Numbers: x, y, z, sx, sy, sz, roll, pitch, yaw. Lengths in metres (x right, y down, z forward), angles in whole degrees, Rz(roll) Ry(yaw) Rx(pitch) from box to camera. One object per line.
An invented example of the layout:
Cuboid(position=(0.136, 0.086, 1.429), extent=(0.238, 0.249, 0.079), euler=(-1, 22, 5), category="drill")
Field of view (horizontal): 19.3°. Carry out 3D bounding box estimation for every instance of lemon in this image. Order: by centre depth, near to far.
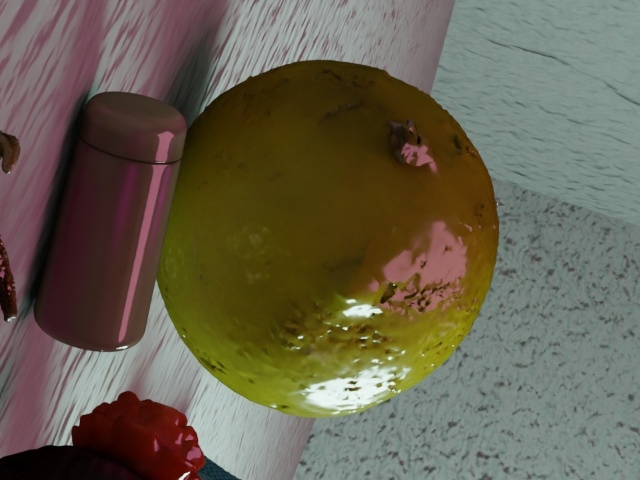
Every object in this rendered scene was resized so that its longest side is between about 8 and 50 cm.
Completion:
Cuboid(position=(0.000, 0.000, 0.936), extent=(0.206, 0.173, 0.173), euler=(128, -17, -75), category="lemon")

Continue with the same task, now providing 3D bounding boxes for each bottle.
Cuboid(position=(-0.081, -0.008, 0.732), extent=(0.045, 0.045, 0.096), euler=(-57, 162, -72), category="bottle")

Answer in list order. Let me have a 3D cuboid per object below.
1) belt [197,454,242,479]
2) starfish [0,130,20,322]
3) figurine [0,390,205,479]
Cuboid(position=(-0.087, 0.183, 1.214), extent=(0.302, 0.072, 0.087), euler=(70, 41, -83), category="belt")
Cuboid(position=(-0.109, 0.008, 0.565), extent=(0.078, 0.028, 0.091), euler=(-40, 152, -70), category="starfish")
Cuboid(position=(-0.116, 0.184, 0.736), extent=(0.138, 0.110, 0.245), euler=(-83, -169, -62), category="figurine")
